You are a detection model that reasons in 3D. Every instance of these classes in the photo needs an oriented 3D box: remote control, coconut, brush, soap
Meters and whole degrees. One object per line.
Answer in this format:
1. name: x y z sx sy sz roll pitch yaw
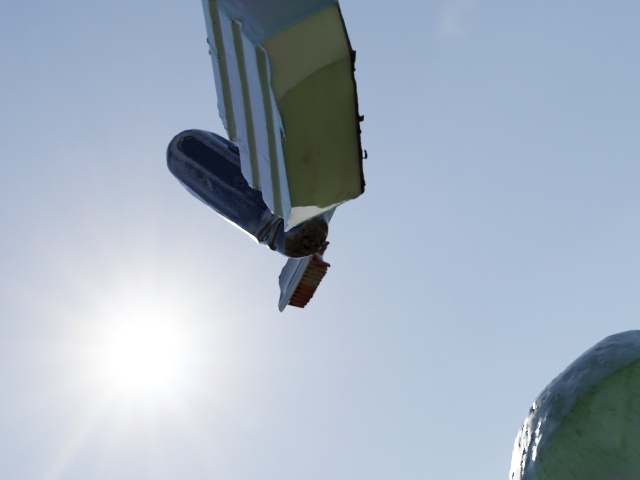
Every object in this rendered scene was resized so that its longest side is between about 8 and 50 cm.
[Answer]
1. remote control: -0.098 -0.066 1.544 0.090 0.266 0.066 -54 -33 -3
2. coconut: 0.313 0.241 1.025 0.281 0.328 0.328 13 -58 -46
3. brush: 0.000 0.000 1.671 0.050 0.060 0.321 10 -35 -12
4. soap: -0.031 -0.132 1.115 0.091 0.145 0.230 -28 -35 -16
